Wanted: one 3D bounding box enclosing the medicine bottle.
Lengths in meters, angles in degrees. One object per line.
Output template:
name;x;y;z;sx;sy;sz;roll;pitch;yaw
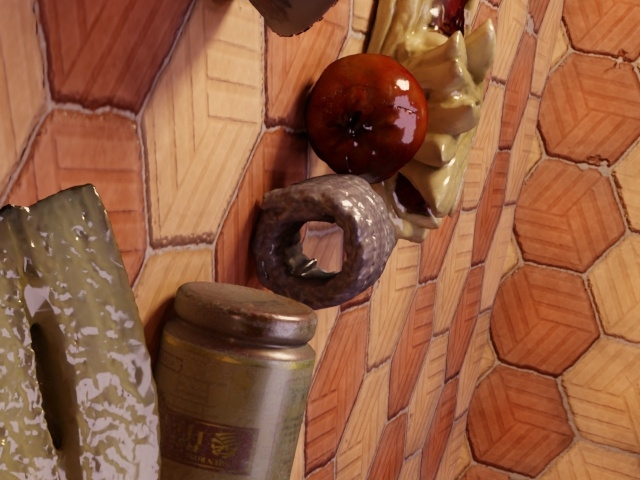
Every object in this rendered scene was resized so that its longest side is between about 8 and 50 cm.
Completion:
medicine bottle;-0.102;0.211;1.266;0.151;0.151;0.322;-6;109;-72

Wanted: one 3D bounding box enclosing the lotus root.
lotus root;-0.208;0.133;0.690;0.267;0.149;0.260;-25;99;-45

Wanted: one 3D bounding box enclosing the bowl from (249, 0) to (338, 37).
bowl;-0.032;-0.283;1.154;0.086;0.189;0.189;20;83;-31

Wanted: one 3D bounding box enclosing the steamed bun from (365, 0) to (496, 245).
steamed bun;0.138;-0.168;1.685;0.247;0.189;0.428;-18;121;-61

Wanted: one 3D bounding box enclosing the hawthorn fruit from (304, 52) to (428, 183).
hawthorn fruit;0.057;-0.149;1.511;0.172;0.148;0.148;-54;154;-66

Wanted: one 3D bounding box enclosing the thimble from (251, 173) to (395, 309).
thimble;0.002;0.001;1.440;0.098;0.150;0.150;-26;128;-61
